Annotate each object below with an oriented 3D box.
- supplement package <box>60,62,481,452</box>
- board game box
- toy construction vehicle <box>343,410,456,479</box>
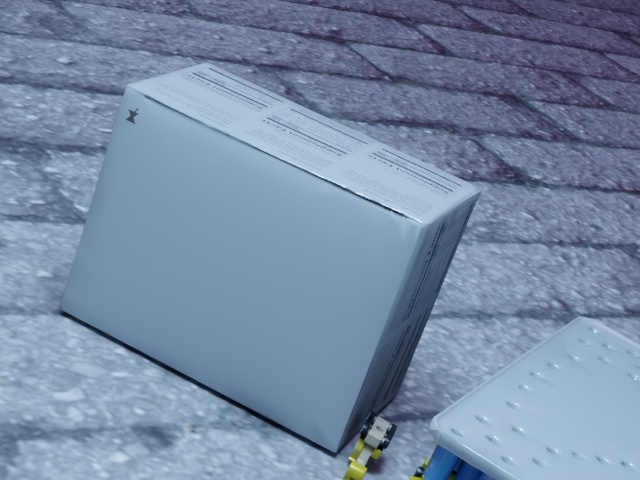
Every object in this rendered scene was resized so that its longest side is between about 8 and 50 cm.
[{"bbox_3d":[-0.042,0.007,1.183,0.262,0.204,0.145,26,21,15],"label":"supplement package"},{"bbox_3d":[0.313,0.213,1.172,0.390,0.050,0.390,30,21,19],"label":"board game box"},{"bbox_3d":[0.063,0.174,1.118,0.086,0.035,0.098,30,22,2],"label":"toy construction vehicle"}]
